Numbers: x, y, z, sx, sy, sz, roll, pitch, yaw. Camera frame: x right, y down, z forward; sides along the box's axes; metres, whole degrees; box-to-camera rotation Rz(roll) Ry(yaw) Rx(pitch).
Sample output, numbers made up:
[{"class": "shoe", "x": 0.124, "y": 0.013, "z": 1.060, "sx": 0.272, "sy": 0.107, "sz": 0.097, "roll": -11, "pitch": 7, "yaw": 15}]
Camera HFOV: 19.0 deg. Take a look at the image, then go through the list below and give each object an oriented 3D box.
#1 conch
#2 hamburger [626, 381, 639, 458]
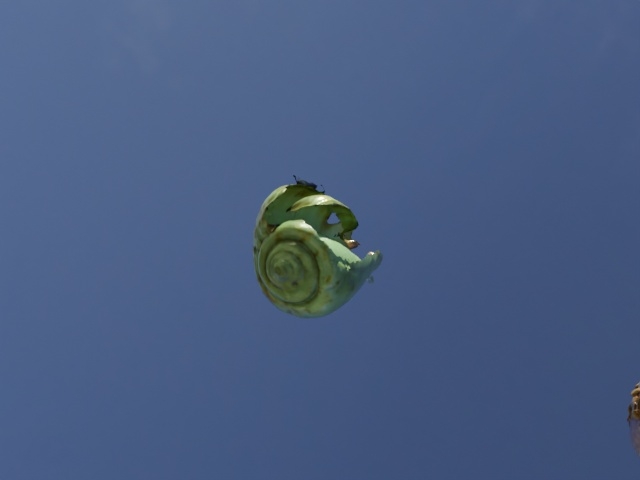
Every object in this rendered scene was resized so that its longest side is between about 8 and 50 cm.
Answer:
[{"class": "conch", "x": 0.000, "y": 0.000, "z": 1.433, "sx": 0.079, "sy": 0.170, "sz": 0.106, "roll": -6, "pitch": -85, "yaw": 20}, {"class": "hamburger", "x": 0.384, "y": 0.136, "z": 1.480, "sx": 0.291, "sy": 0.291, "sz": 0.225, "roll": -26, "pitch": -88, "yaw": 37}]
